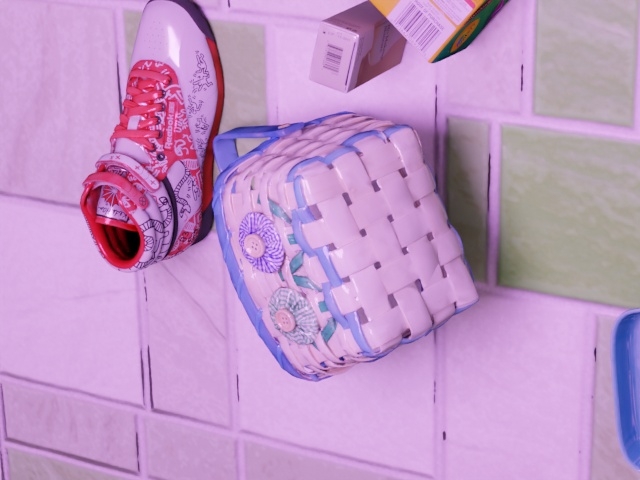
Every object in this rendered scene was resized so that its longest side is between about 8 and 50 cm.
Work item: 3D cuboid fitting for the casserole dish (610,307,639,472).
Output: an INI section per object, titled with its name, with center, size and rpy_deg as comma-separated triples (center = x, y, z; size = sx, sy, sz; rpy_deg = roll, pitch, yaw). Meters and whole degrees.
[casserole dish]
center = 0.326, 0.136, 1.499
size = 0.114, 0.037, 0.188
rpy_deg = 3, 111, 30

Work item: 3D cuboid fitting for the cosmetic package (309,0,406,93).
[cosmetic package]
center = 0.038, -0.179, 1.498
size = 0.041, 0.115, 0.060
rpy_deg = 23, 120, 20

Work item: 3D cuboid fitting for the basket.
[basket]
center = 0.000, 0.000, 1.556
size = 0.255, 0.201, 0.289
rpy_deg = 66, 159, -6

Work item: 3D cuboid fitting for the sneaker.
[sneaker]
center = -0.170, -0.101, 1.633
size = 0.090, 0.145, 0.270
rpy_deg = 12, 114, 26

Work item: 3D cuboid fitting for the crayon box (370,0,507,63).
[crayon box]
center = 0.068, -0.314, 1.447
size = 0.278, 0.081, 0.165
rpy_deg = 47, 125, 7
